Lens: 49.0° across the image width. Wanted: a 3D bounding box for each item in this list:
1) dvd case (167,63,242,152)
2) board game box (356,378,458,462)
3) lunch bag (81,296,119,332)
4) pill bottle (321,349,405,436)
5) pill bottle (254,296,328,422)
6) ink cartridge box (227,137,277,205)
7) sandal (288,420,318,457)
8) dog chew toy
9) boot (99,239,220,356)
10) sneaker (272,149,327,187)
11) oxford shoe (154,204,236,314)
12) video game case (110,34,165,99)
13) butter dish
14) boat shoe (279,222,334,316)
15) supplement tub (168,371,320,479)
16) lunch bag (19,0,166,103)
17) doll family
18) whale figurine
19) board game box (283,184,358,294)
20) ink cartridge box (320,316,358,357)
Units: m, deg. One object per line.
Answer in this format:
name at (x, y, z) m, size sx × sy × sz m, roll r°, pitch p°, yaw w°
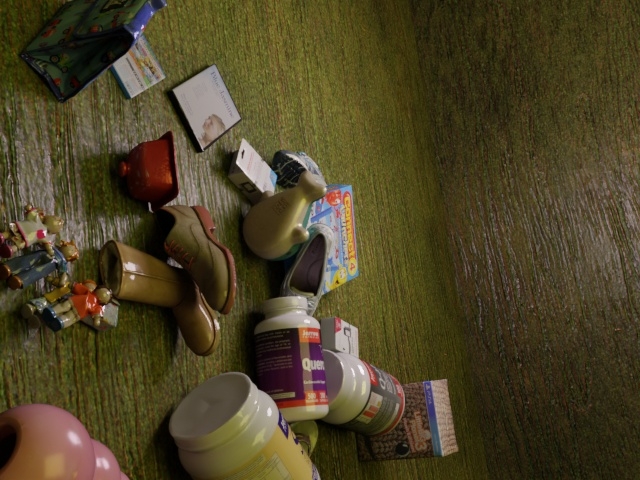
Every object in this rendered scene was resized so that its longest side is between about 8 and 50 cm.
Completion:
dvd case at (-0.313, -0.369, 1.941) m, size 0.180 × 0.022 × 0.253 m, roll 64°, pitch 30°, yaw -20°
board game box at (0.269, 0.584, 2.272) m, size 0.141 × 0.291 × 0.232 m, roll 15°, pitch 64°, yaw -59°
lunch bag at (-0.450, 0.133, 1.433) m, size 0.071 × 0.053 × 0.083 m, roll 47°, pitch 27°, yaw -44°
pill bottle at (0.086, 0.453, 2.087) m, size 0.363 × 0.210 × 0.210 m, roll 36°, pitch 48°, yaw -51°
pill bottle at (-0.081, 0.319, 1.875) m, size 0.181 × 0.182 × 0.322 m, roll 18°, pitch 62°, yaw -58°
ink cartridge box at (-0.204, -0.196, 2.017) m, size 0.180 × 0.060 × 0.104 m, roll 48°, pitch 39°, yaw -41°
sandal at (-0.075, 0.573, 1.869) m, size 0.303 × 0.086 × 0.120 m, roll -27°, pitch 102°, yaw -61°
dog chew toy at (-0.437, 0.414, 1.188) m, size 0.332 × 0.207 × 0.206 m, roll 57°, pitch 33°, yaw -47°
boot at (-0.356, 0.135, 1.551) m, size 0.269 × 0.089 × 0.236 m, roll 27°, pitch 34°, yaw -56°
sneaker at (-0.080, -0.232, 2.243) m, size 0.283 × 0.110 × 0.122 m, roll 37°, pitch 35°, yaw -59°
oxford shoe at (-0.292, 0.041, 1.595) m, size 0.130 × 0.123 × 0.348 m, roll 7°, pitch 31°, yaw -35°
video game case at (-0.454, -0.427, 1.722) m, size 0.119 × 0.015 × 0.166 m, roll 64°, pitch 31°, yaw -20°
butter dish at (-0.399, -0.157, 1.590) m, size 0.118 × 0.160 × 0.160 m, roll 1°, pitch 76°, yaw -37°
boat shoe at (-0.042, 0.108, 1.989) m, size 0.103 × 0.118 × 0.320 m, roll -69°, pitch 180°, yaw -77°
supplement tub at (-0.169, 0.486, 1.578) m, size 0.331 × 0.241 × 0.241 m, roll 63°, pitch 31°, yaw -24°
lunch bag at (-0.436, -0.440, 1.464) m, size 0.138 × 0.293 × 0.221 m, roll 54°, pitch 34°, yaw -35°
doll family at (-0.507, 0.065, 1.327) m, size 0.263 × 0.118 × 0.163 m, roll 56°, pitch 36°, yaw 1°
whale figurine at (-0.087, -0.063, 1.964) m, size 0.216 × 0.272 × 0.141 m, roll 46°, pitch 6°, yaw 33°
board game box at (0.000, 0.000, 2.173) m, size 0.302 × 0.086 × 0.308 m, roll -23°, pitch 112°, yaw -56°
ink cartridge box at (0.062, 0.319, 2.258) m, size 0.150 × 0.063 × 0.109 m, roll 33°, pitch 49°, yaw -51°
